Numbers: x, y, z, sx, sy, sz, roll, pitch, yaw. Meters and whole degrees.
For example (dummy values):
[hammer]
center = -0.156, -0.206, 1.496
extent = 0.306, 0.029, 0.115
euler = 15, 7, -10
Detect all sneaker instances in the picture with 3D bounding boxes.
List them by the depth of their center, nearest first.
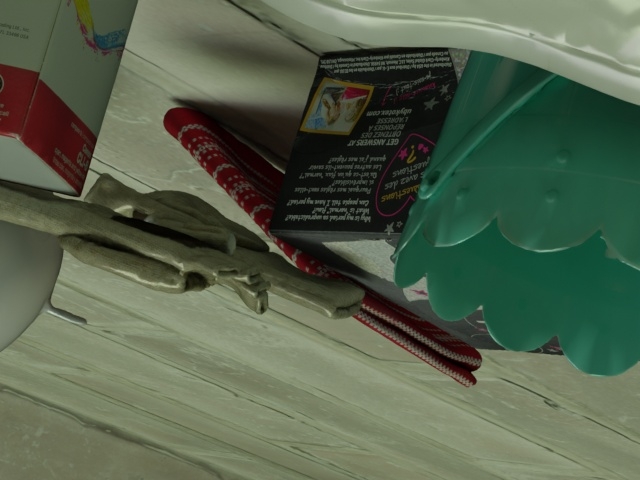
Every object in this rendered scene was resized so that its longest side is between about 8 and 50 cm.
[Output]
[sneaker]
center = 0.081, -0.162, 0.927
extent = 0.290, 0.106, 0.123
euler = 15, 140, 16

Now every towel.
[towel]
center = 0.000, 0.000, 1.447
extent = 0.199, 0.031, 0.275
euler = 32, -170, -47

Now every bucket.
[bucket]
center = 0.193, -0.032, 1.073
extent = 0.281, 0.183, 0.281
euler = 14, 166, 4

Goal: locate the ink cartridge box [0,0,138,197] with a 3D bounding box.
[ink cartridge box]
center = -0.193, -0.136, 1.104
extent = 0.128, 0.176, 0.127
euler = 13, 168, 13

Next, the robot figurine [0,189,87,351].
[robot figurine]
center = -0.334, -0.038, 1.398
extent = 0.353, 0.300, 0.200
euler = 49, 156, 8

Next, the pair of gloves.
[pair of gloves]
center = -0.092, -0.003, 1.207
extent = 0.204, 0.042, 0.240
euler = 23, -173, 24

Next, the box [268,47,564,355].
[box]
center = 0.115, -0.019, 1.287
extent = 0.163, 0.142, 0.247
euler = 2, 161, 44
